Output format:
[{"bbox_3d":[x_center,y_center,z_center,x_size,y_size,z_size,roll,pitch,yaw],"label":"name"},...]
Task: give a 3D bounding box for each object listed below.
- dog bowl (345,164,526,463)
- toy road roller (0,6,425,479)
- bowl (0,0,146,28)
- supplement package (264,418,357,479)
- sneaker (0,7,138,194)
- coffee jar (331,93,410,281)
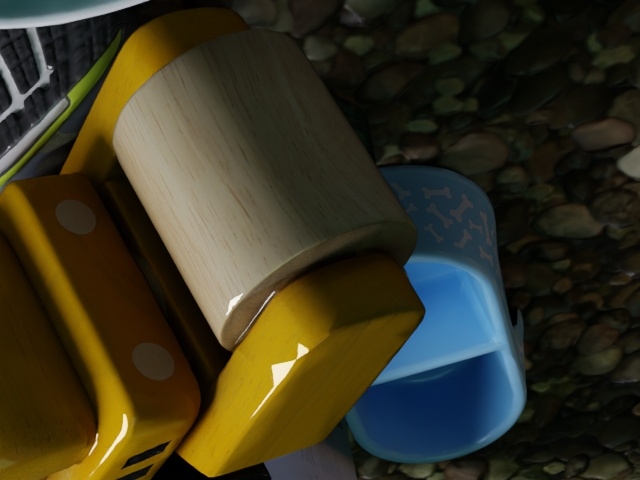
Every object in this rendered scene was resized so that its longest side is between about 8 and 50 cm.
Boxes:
[{"bbox_3d":[0.069,0.069,1.124,0.166,0.074,0.297,-16,139,5],"label":"dog bowl"},{"bbox_3d":[-0.126,0.048,0.809,0.241,0.202,0.329,-11,150,-40],"label":"toy road roller"},{"bbox_3d":[-0.136,-0.253,0.620,0.312,0.163,0.311,-13,146,-9],"label":"bowl"},{"bbox_3d":[-0.085,0.193,1.136,0.149,0.194,0.203,-34,134,23],"label":"supplement package"},{"bbox_3d":[-0.195,-0.044,0.926,0.121,0.111,0.300,7,140,-45],"label":"sneaker"},{"bbox_3d":[0.000,0.000,0.941,0.079,0.184,0.096,13,134,-28],"label":"coffee jar"}]
